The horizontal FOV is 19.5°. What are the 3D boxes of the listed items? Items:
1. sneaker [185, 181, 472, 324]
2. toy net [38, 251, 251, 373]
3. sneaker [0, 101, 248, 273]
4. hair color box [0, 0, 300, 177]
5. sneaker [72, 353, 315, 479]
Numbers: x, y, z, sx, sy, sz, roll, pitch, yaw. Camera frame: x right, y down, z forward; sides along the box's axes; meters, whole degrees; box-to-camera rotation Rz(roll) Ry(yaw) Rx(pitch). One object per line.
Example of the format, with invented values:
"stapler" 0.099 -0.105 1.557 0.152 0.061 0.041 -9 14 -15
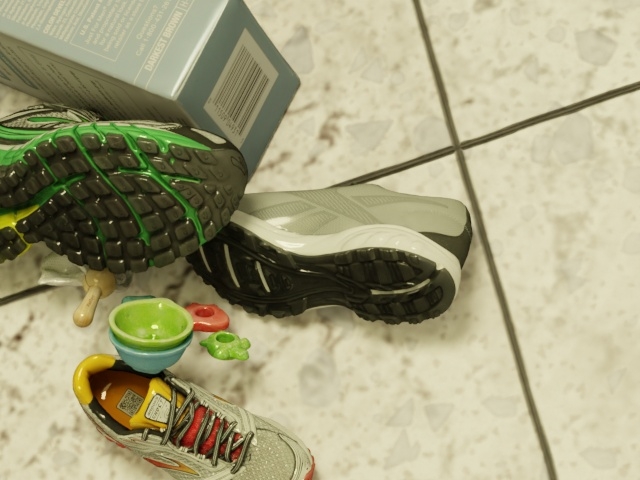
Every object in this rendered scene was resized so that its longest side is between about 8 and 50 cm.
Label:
"sneaker" 0.000 0.000 1.541 0.271 0.100 0.108 7 43 25
"toy net" -0.155 0.040 1.557 0.122 0.045 0.232 -13 33 -29
"sneaker" -0.199 -0.067 1.555 0.343 0.134 0.146 2 38 36
"hair color box" -0.223 -0.191 1.619 0.374 0.185 0.114 22 78 23
"sneaker" -0.110 0.158 1.507 0.225 0.093 0.088 20 77 22
